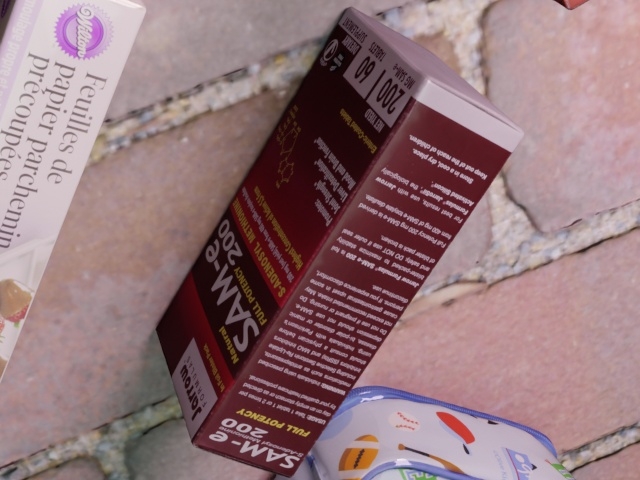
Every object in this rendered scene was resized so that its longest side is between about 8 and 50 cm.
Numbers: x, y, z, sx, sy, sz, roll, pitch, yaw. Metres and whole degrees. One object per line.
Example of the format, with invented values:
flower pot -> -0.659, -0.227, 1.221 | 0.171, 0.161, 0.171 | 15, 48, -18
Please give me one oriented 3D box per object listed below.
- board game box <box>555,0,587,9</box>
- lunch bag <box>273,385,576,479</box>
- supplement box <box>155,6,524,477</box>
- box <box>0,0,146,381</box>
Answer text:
board game box -> 0.101, -0.182, 0.487 | 0.145, 0.281, 0.027 | -29, 122, -1
lunch bag -> 0.054, 0.264, 0.824 | 0.243, 0.115, 0.303 | 17, 110, -29
supplement box -> 0.000, 0.000, 0.645 | 0.073, 0.130, 0.239 | 23, 107, -28
box -> -0.186, 0.000, 0.620 | 0.063, 0.067, 0.324 | 16, 113, -26
